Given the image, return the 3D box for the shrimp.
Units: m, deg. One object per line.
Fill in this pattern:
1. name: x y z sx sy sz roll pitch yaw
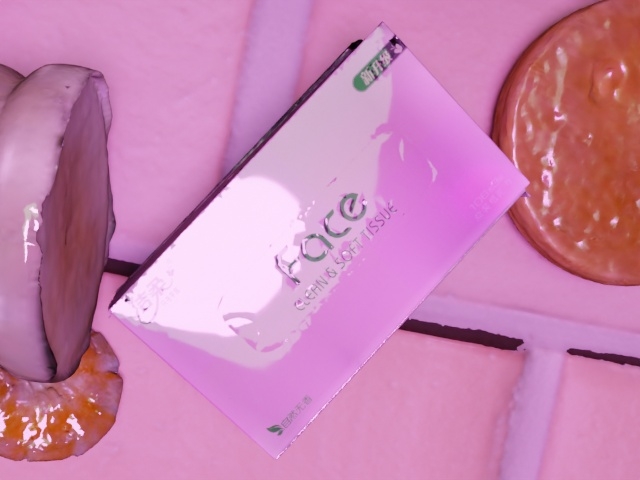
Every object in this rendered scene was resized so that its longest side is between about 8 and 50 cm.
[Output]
1. shrimp: -0.220 0.076 0.522 0.190 0.042 0.101 30 67 -12

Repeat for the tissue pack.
1. tissue pack: 0.000 0.000 0.532 0.148 0.092 0.246 44 84 -13

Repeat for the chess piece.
1. chess piece: -0.293 -0.026 0.439 0.330 0.182 0.182 6 93 -6

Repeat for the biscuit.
1. biscuit: 0.297 -0.056 0.610 0.355 0.052 0.275 8 92 -11
